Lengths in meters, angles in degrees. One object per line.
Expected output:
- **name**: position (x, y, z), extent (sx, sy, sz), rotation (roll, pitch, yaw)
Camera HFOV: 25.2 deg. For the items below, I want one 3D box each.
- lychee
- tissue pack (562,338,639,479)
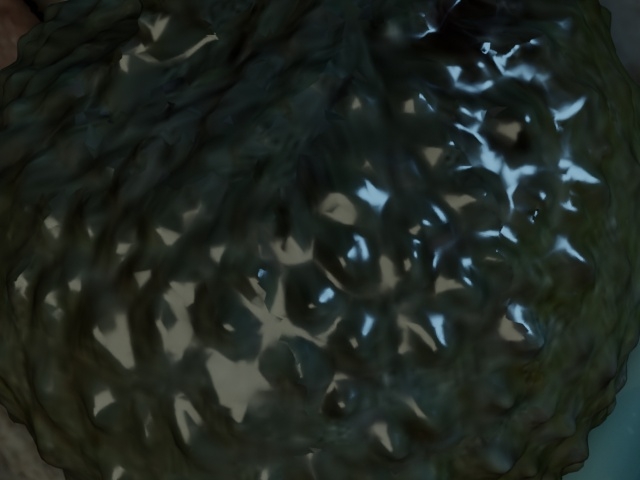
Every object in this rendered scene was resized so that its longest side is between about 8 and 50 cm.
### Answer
- **lychee**: position (0.000, 0.000, 0.525), extent (0.255, 0.255, 0.274), rotation (-13, 135, 24)
- **tissue pack**: position (0.187, 0.071, 0.567), extent (0.177, 0.089, 0.263), rotation (20, 119, 8)
